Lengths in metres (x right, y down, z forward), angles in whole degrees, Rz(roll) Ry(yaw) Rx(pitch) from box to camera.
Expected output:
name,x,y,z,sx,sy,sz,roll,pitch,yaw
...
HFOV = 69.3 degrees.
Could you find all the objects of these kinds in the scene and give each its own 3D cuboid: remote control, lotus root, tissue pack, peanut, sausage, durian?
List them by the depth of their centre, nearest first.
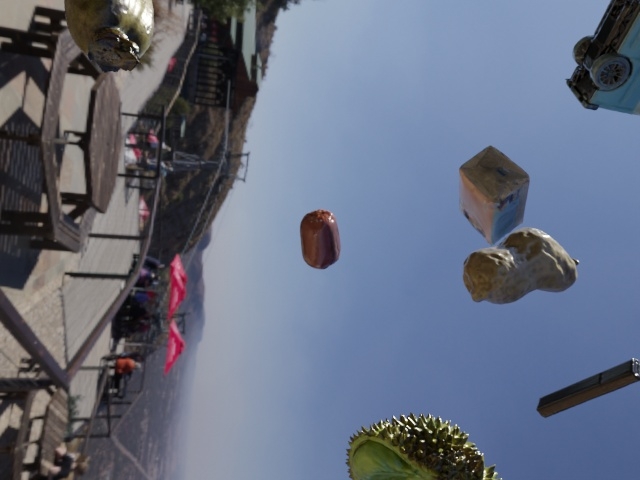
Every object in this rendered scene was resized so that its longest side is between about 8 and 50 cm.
name,x,y,z,sx,sy,sz,roll,pitch,yaw
tissue pack,0.202,-0.053,0.547,0.074,0.059,0.094,56,-3,34
sausage,0.001,0.000,0.699,0.059,0.054,0.094,-49,137,-60
durian,0.164,0.378,0.720,0.237,0.177,0.200,24,-64,46
lotus root,-0.367,-0.383,0.806,0.154,0.154,0.278,114,-37,-56
remote control,0.579,0.324,1.011,0.063,0.025,0.245,-41,174,-49
peanut,0.443,0.054,1.040,0.143,0.291,0.159,144,-63,-65

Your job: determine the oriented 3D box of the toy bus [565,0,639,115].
name,x,y,z,sx,sy,sz,roll,pitch,yaw
toy bus,0.505,-0.326,0.676,0.133,0.165,0.271,-75,178,-51
